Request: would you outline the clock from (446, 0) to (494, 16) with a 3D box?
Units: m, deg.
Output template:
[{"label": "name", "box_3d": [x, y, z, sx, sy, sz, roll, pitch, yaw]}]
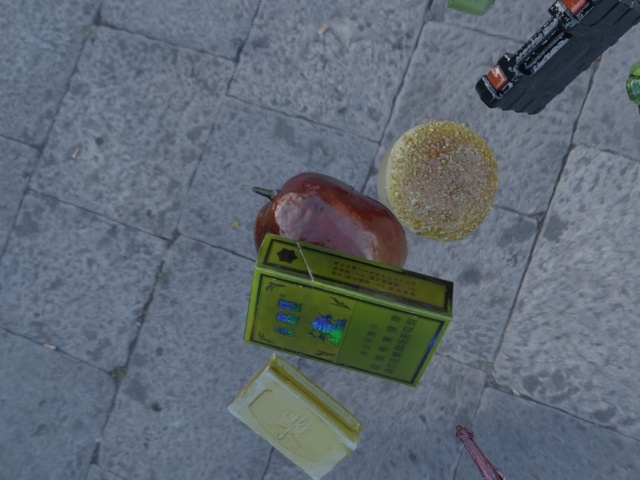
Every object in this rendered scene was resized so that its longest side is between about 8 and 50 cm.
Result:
[{"label": "clock", "box_3d": [0.335, -0.611, 1.167, 0.096, 0.235, 0.308, 17, 55, 5]}]

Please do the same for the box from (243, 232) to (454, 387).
[{"label": "box", "box_3d": [0.027, 0.084, 0.691, 0.220, 0.141, 0.064, 13, 44, 0]}]

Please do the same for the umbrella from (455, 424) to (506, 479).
[{"label": "umbrella", "box_3d": [0.219, 0.302, 0.739, 0.027, 0.025, 0.165, -29, 61, -7]}]

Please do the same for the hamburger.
[{"label": "hamburger", "box_3d": [0.279, -0.141, 1.413, 0.302, 0.170, 0.302, -1, 93, -24]}]

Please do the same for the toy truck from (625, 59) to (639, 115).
[{"label": "toy truck", "box_3d": [0.851, -0.400, 1.478, 0.148, 0.187, 0.210, -15, 34, 37]}]

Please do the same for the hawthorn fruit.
[{"label": "hawthorn fruit", "box_3d": [0.000, 0.000, 0.918, 0.224, 0.224, 0.261, -38, 113, 4]}]

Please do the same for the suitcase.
[{"label": "suitcase", "box_3d": [0.449, -0.358, 1.124, 0.285, 0.206, 0.066, -46, 61, 38]}]

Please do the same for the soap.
[{"label": "soap", "box_3d": [-0.064, 0.464, 1.553, 0.315, 0.091, 0.199, 42, 114, -3]}]
